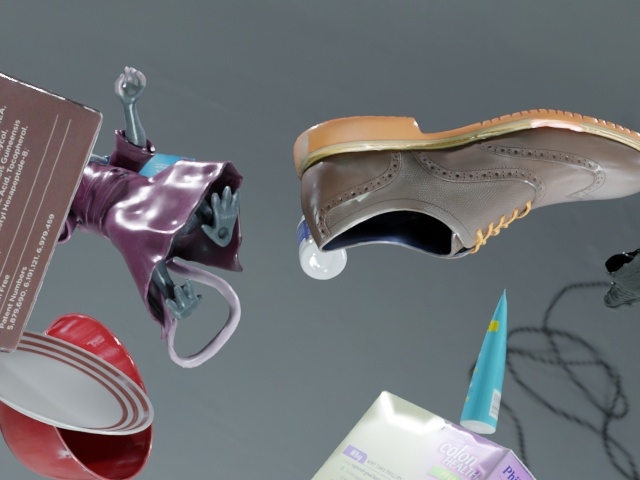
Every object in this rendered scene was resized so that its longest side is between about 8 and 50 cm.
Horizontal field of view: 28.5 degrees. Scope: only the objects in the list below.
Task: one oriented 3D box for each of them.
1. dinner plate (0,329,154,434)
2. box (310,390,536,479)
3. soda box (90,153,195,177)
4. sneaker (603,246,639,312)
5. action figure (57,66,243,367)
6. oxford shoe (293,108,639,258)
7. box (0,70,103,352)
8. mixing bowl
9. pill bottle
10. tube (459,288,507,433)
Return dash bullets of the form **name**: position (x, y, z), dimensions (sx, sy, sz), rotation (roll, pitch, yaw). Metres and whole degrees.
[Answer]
- **dinner plate**: position (-0.178, 0.096, 0.834), dimensions (0.141, 0.017, 0.141), rotation (24, 9, -4)
- **box**: position (0.086, 0.311, 1.334), dimensions (0.243, 0.213, 0.117), rotation (-50, 123, -16)
- **soda box**: position (-0.264, -0.093, 1.939), dimensions (0.210, 0.071, 0.067), rotation (2, 75, -68)
- **sneaker**: position (0.429, 0.050, 1.760), dimensions (0.089, 0.170, 0.051), rotation (42, 70, -11)
- **action figure**: position (-0.250, -0.046, 1.697), dimensions (0.370, 0.275, 0.248), rotation (24, 56, 39)
- **oxford shoe**: position (0.159, -0.042, 1.239), dimensions (0.364, 0.130, 0.132), rotation (-3, 64, -5)
- **box**: position (-0.278, -0.048, 0.765), dimensions (0.168, 0.167, 0.203), rotation (23, 2, 39)
- **mixing bowl**: position (-0.265, 0.174, 1.295), dimensions (0.181, 0.098, 0.181), rotation (50, 27, -38)
- **pill bottle**: position (0.000, 0.000, 1.799), dimensions (0.067, 0.067, 0.120), rotation (18, 24, -13)
- **tube**: position (0.253, 0.180, 1.857), dimensions (0.052, 0.080, 0.207), rotation (13, 65, 7)
